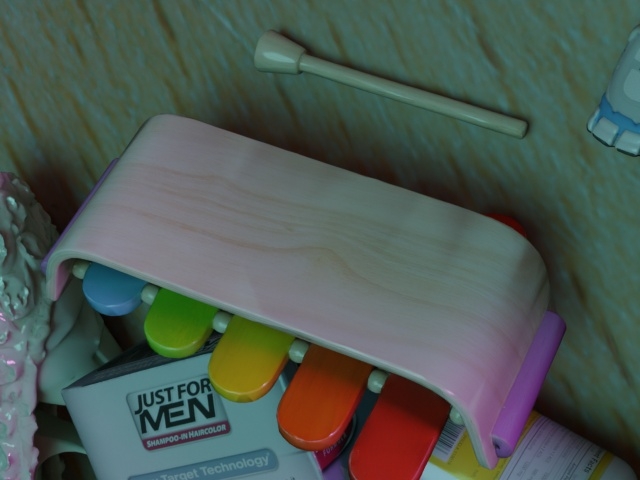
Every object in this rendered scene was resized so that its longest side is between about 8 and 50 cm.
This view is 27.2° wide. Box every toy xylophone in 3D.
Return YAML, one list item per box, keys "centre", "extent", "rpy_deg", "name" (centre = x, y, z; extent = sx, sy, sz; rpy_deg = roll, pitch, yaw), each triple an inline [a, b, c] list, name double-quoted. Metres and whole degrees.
- centre: [0.000, 0.000, 0.798]
  extent: [0.322, 0.236, 0.081]
  rpy_deg: [27, 150, 21]
  name: "toy xylophone"

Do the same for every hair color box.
- centre: [-0.015, 0.237, 0.923]
  extent: [0.185, 0.113, 0.375]
  rpy_deg: [-17, 98, 32]
  name: "hair color box"

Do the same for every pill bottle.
- centre: [0.131, 0.163, 0.821]
  extent: [0.184, 0.103, 0.103]
  rpy_deg: [29, 118, 18]
  name: "pill bottle"

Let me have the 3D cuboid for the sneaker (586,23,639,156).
- centre: [0.241, -0.068, 0.705]
  extent: [0.190, 0.071, 0.083]
  rpy_deg: [20, 110, 22]
  name: "sneaker"

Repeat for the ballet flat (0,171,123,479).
- centre: [-0.213, 0.132, 1.006]
  extent: [0.147, 0.147, 0.409]
  rpy_deg: [19, 118, 22]
  name: "ballet flat"
